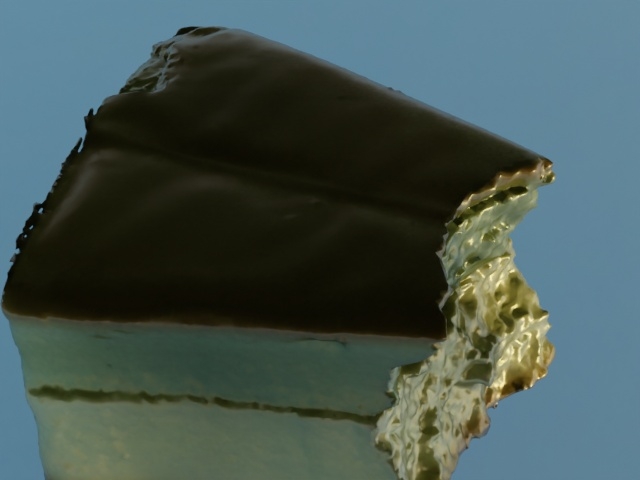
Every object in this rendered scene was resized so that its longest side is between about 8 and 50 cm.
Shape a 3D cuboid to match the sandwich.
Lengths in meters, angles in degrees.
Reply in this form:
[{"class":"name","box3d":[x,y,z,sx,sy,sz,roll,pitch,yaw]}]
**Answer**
[{"class":"sandwich","box3d":[0.000,0.000,0.649,0.186,0.108,0.220,3,-144,10]}]
